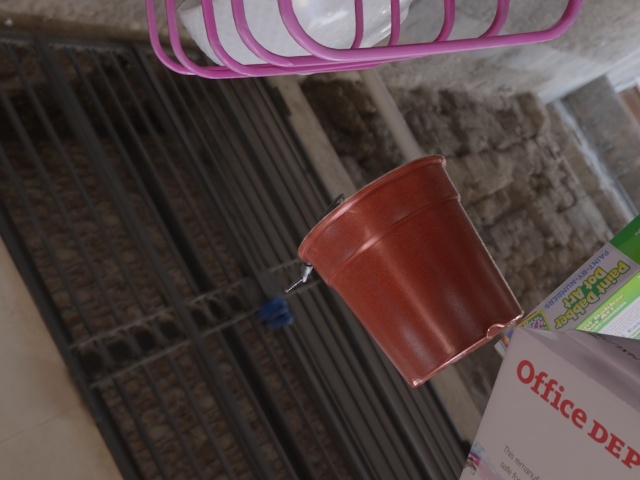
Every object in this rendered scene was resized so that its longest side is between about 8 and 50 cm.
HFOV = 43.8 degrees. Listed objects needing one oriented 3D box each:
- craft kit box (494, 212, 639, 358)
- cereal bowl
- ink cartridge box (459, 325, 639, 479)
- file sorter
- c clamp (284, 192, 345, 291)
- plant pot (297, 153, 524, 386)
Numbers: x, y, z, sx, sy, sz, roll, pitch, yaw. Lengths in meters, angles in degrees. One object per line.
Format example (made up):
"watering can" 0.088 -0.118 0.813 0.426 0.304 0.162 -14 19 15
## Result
"craft kit box" 0.355 0.090 0.913 0.250 0.061 0.246 -45 140 13
"cereal bowl" 0.004 -0.300 0.959 0.338 0.141 0.339 -25 -157 12
"ink cartridge box" 0.227 0.229 0.578 0.197 0.270 0.198 9 -165 -27
"file sorter" 0.003 -0.204 0.523 0.202 0.182 0.290 -9 -168 -23
"c clamp" 0.000 0.000 1.328 0.137 0.022 0.161 -38 152 -61
"plant pot" 0.148 0.058 1.202 0.272 0.265 0.272 -31 167 -8
